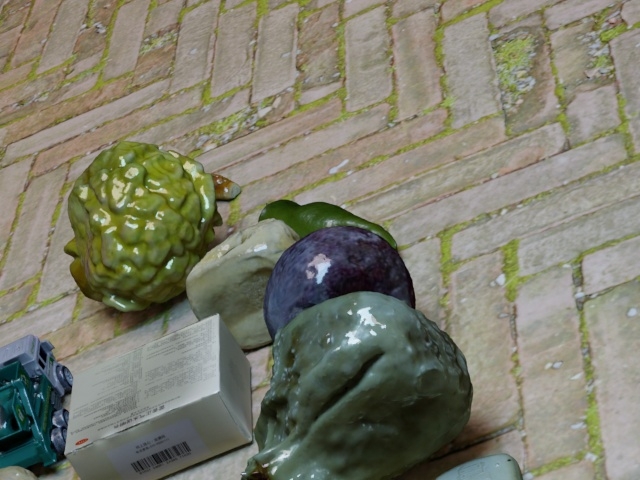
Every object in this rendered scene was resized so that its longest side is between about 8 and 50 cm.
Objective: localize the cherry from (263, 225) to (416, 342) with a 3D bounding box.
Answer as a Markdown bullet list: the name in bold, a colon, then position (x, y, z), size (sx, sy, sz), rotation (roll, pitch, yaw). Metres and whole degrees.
- **cherry**: position (0.018, 0.077, 2.009), size (0.195, 0.195, 0.195), rotation (-21, 31, 13)

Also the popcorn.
- **popcorn**: position (-0.246, -0.019, 2.365), size (0.212, 0.259, 0.259), rotation (-9, 26, -16)

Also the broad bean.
- **broad bean**: position (0.009, -0.007, 2.273), size (0.098, 0.056, 0.318), rotation (-37, 33, -15)

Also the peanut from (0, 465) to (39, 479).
- **peanut**: position (-0.414, 0.360, 2.031), size (0.098, 0.090, 0.214), rotation (-6, 36, 45)

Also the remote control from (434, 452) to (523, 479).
- **remote control**: position (0.166, 0.306, 1.681), size (0.098, 0.038, 0.233), rotation (-23, 31, 12)

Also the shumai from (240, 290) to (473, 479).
- **shumai**: position (0.042, 0.194, 1.793), size (0.261, 0.225, 0.222), rotation (126, 163, -48)

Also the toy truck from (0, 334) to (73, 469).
- **toy truck**: position (-0.392, 0.211, 2.212), size (0.110, 0.116, 0.216), rotation (-23, 30, 10)

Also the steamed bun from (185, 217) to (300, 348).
- **steamed bun**: position (-0.078, 0.038, 2.198), size (0.172, 0.141, 0.155), rotation (-25, 26, 14)

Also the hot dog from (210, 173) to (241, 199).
- **hot dog**: position (-0.173, -0.083, 2.569), size (0.137, 0.028, 0.044), rotation (8, 39, 48)

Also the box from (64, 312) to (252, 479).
- **box**: position (-0.196, 0.205, 2.080), size (0.212, 0.095, 0.168), rotation (-23, 29, 11)
